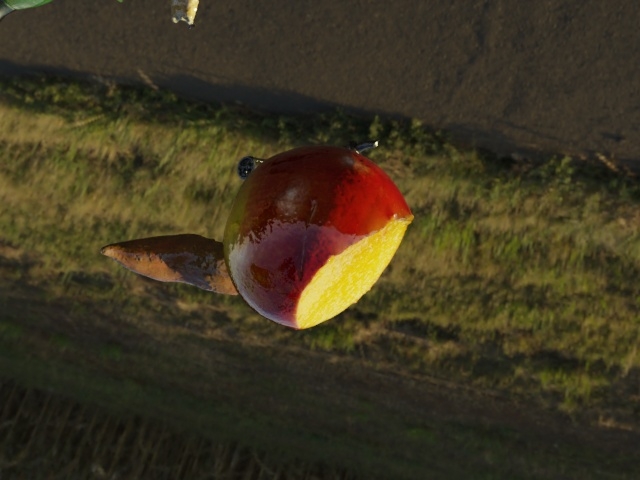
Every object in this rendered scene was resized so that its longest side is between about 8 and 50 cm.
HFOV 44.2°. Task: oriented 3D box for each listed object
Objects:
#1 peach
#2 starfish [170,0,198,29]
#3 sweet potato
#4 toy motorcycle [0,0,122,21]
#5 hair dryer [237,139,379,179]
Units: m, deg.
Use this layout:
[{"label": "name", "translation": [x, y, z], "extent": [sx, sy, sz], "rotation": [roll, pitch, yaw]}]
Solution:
[{"label": "peach", "translation": [0.000, 0.000, 0.800], "extent": [0.192, 0.190, 0.190], "rotation": [12, 159, 41]}, {"label": "starfish", "translation": [-0.141, -0.457, 1.080], "extent": [0.432, 0.324, 0.082], "rotation": [41, 174, 40]}, {"label": "sweet potato", "translation": [-0.213, 0.041, 1.437], "extent": [0.354, 0.095, 0.106], "rotation": [10, -172, 0]}, {"label": "toy motorcycle", "translation": [-0.268, -0.215, 0.668], "extent": [0.187, 0.275, 0.125], "rotation": [41, -178, 27]}, {"label": "hair dryer", "translation": [-0.007, -0.159, 1.541], "extent": [0.271, 0.091, 0.235], "rotation": [-25, 159, 30]}]
